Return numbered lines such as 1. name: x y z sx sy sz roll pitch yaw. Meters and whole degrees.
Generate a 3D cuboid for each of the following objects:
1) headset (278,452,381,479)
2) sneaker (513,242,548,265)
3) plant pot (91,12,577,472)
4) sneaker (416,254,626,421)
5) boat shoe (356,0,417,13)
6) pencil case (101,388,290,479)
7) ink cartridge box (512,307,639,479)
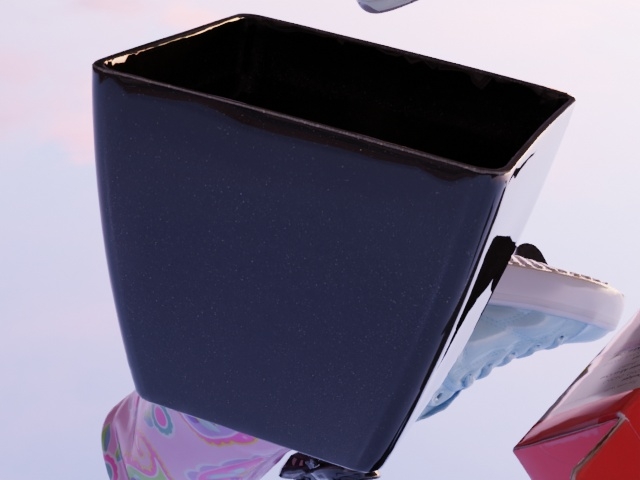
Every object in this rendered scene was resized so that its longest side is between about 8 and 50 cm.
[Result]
1. headset: 0.130 0.275 0.884 0.243 0.394 0.185 -44 -173 -19
2. sneaker: 0.270 0.070 1.850 0.051 0.089 0.170 -11 -114 -22
3. plant pot: 0.000 0.000 0.697 0.188 0.167 0.187 17 -160 14
4. sneaker: 0.094 0.077 1.181 0.366 0.150 0.135 7 -172 -31
5. boat shoe: 0.146 -0.337 1.560 0.257 0.095 0.095 -26 -135 3
6. pencil case: -0.054 0.105 0.919 0.124 0.284 0.124 11 -120 -19
7. ink cartridge box: 0.190 0.115 0.735 0.231 0.134 0.078 -37 -174 -42
